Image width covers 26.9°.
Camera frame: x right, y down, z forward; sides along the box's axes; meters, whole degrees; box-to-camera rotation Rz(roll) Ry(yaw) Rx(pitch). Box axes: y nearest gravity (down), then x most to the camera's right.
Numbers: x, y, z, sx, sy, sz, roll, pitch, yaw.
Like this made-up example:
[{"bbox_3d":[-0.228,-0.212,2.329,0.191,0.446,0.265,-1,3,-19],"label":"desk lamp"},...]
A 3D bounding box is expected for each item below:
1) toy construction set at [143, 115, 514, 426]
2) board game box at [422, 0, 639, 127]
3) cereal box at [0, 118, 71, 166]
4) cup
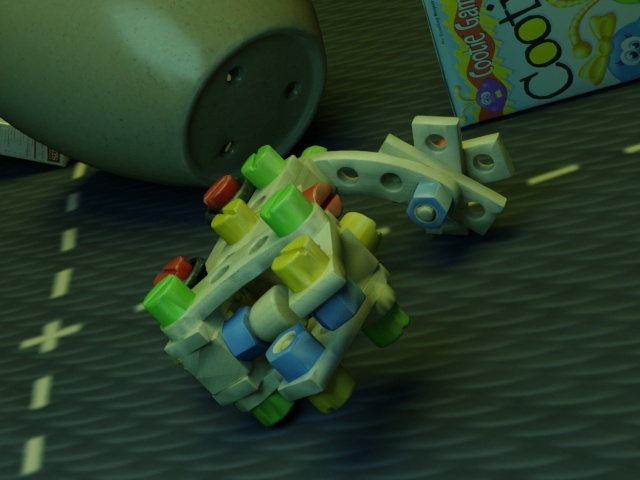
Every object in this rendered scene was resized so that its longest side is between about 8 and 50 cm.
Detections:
[{"bbox_3d":[0.000,0.000,0.926,0.215,0.151,0.327,-31,7,37],"label":"toy construction set"},{"bbox_3d":[0.236,-0.225,1.216,0.275,0.142,0.144,-15,26,8],"label":"board game box"},{"bbox_3d":[-0.372,-0.159,1.508,0.240,0.047,0.173,10,31,4],"label":"cereal box"},{"bbox_3d":[-0.132,-0.181,1.243,0.331,0.331,0.237,-32,54,-24],"label":"cup"}]
